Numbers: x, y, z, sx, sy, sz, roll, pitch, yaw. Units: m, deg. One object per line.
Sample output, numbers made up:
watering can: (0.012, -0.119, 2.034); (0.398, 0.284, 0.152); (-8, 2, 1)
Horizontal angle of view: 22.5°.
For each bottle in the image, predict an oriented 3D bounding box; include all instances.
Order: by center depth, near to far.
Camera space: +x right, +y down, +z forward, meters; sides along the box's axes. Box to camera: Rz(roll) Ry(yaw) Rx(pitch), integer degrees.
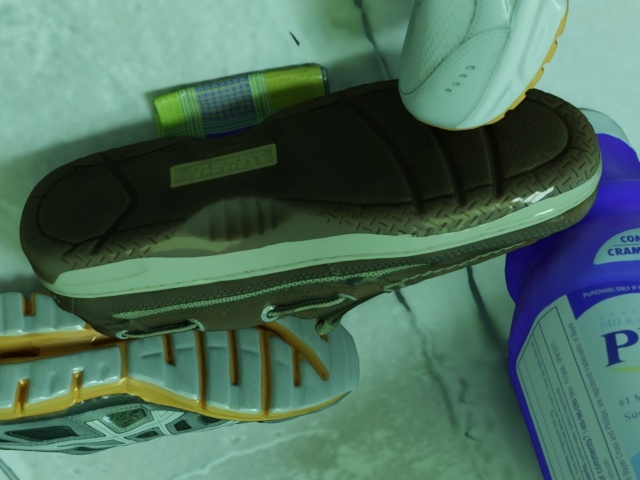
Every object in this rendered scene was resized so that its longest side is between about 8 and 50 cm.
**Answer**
bottle: (0.143, 0.054, 0.693); (0.118, 0.282, 0.092); (4, 131, -15)

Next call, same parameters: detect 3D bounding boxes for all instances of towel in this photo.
towel: (-0.033, -0.052, 0.745); (0.083, 0.009, 0.060); (-9, 135, -4)

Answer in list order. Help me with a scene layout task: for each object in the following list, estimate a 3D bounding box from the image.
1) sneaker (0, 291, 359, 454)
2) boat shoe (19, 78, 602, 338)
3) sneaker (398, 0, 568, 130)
sneaker: (-0.088, 0.066, 0.806); (0.215, 0.084, 0.083); (0, 146, -8)
boat shoe: (0.000, -0.006, 0.728); (0.258, 0.095, 0.095); (-6, 138, 12)
sneaker: (0.047, -0.164, 0.610); (0.121, 0.099, 0.262); (7, 124, -8)
